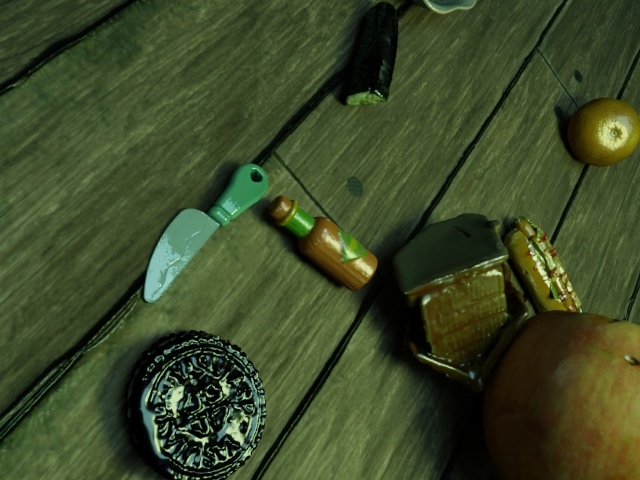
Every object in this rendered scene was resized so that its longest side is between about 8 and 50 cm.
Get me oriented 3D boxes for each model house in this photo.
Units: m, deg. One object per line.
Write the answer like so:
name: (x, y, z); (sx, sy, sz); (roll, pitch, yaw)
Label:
model house: (0.225, 0.102, 1.121); (0.220, 0.199, 0.229); (-12, 111, -1)

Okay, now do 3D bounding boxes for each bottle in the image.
bottle: (0.000, 0.000, 1.024); (0.187, 0.069, 0.069); (37, 57, -23)

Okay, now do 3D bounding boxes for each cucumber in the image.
cucumber: (0.099, -0.331, 1.202); (0.074, 0.074, 0.241); (29, 59, -28)

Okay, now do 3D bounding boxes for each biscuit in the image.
biscuit: (-0.152, 0.205, 0.851); (0.195, 0.053, 0.194); (12, 69, -36)

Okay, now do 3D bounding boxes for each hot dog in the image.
hot dog: (0.444, 0.064, 1.349); (0.104, 0.076, 0.250); (-32, 99, -39)

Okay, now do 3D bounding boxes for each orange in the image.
orange: (0.642, -0.246, 1.558); (0.159, 0.159, 0.136); (57, 7, -10)

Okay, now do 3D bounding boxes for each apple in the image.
apple: (0.444, 0.291, 1.084); (0.392, 0.391, 0.346); (15, 94, -34)

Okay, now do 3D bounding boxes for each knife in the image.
knife: (-0.162, -0.021, 0.931); (0.063, 0.035, 0.260); (48, 56, -11)

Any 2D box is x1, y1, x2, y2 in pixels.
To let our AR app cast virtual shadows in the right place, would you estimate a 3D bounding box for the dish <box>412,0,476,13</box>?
dish: (0.204, -0.529, 1.342); (0.230, 0.081, 0.229); (10, 71, -32)
